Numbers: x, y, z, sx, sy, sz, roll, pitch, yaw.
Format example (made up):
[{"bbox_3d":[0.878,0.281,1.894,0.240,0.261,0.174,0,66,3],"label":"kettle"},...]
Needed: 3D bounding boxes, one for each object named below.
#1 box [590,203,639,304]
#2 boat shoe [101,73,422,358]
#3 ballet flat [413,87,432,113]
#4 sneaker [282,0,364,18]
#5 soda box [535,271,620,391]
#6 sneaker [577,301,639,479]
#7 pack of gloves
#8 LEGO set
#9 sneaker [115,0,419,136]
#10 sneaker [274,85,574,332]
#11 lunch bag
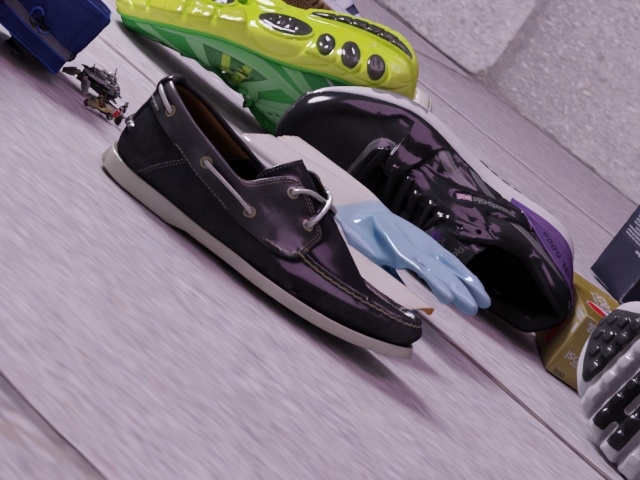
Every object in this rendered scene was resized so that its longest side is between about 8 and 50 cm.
[{"bbox_3d":[0.426,0.024,2.265,0.156,0.158,0.093,30,13,-29],"label":"box"},{"bbox_3d":[-0.026,-0.011,1.227,0.233,0.079,0.084,38,9,5],"label":"boat shoe"},{"bbox_3d":[0.086,-0.151,2.208,0.073,0.067,0.206,29,13,-33],"label":"ballet flat"},{"bbox_3d":[-0.009,-0.248,2.026,0.282,0.099,0.153,44,28,-41],"label":"sneaker"},{"bbox_3d":[0.223,0.079,1.661,0.061,0.058,0.181,35,10,-6],"label":"soda box"},{"bbox_3d":[0.289,0.164,1.419,0.118,0.110,0.292,35,16,-50],"label":"sneaker"},{"bbox_3d":[0.000,0.000,1.406,0.232,0.046,0.195,38,22,28],"label":"pack of gloves"},{"bbox_3d":[-0.152,-0.109,1.391,0.054,0.023,0.083,27,14,-39],"label":"LEGO set"},{"bbox_3d":[-0.058,-0.154,1.708,0.295,0.123,0.109,24,37,22],"label":"sneaker"},{"bbox_3d":[0.092,-0.026,1.599,0.283,0.107,0.124,30,22,-9],"label":"sneaker"},{"bbox_3d":[-0.190,-0.155,1.365,0.067,0.065,0.098,44,5,-11],"label":"lunch bag"}]
